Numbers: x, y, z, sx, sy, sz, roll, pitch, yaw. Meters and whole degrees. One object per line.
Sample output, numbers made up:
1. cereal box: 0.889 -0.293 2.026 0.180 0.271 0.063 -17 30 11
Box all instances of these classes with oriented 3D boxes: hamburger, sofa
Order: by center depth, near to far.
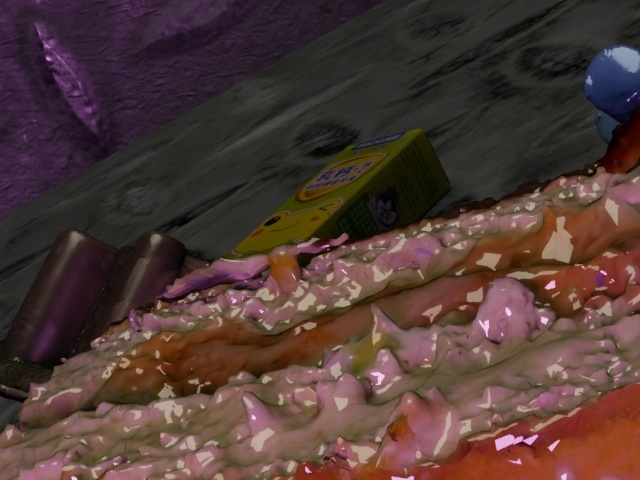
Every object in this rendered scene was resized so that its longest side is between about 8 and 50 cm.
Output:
1. hamburger: 0.060 0.151 0.915 0.445 0.287 0.268 -18 19 20
2. sofa: -0.203 0.076 1.635 0.258 0.182 0.200 4 65 62

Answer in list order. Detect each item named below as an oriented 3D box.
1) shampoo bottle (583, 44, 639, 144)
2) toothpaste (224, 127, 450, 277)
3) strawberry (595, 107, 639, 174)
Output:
1. shampoo bottle: 0.284 -0.087 1.385 0.104 0.061 0.258 -17 -24 31
2. toothpaste: 0.000 0.000 1.826 0.110 0.077 0.327 -12 23 44
3. strawberry: 0.265 0.007 1.294 0.111 0.190 0.236 -2 -22 -26
